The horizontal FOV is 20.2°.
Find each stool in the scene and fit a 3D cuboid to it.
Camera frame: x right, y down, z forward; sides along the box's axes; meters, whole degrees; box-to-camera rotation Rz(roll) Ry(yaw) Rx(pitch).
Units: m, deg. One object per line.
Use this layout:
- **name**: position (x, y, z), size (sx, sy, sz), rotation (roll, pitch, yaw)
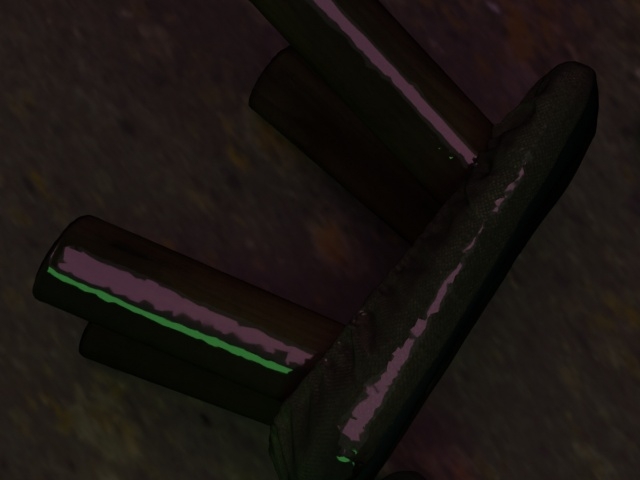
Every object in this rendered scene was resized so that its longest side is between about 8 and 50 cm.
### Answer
- **stool**: position (0.000, 0.000, 1.119), size (0.226, 0.310, 0.310), rotation (32, 78, 5)

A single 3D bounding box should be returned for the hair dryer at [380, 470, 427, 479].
- **hair dryer**: position (0.035, 0.231, 1.201), size (0.154, 0.054, 0.106), rotation (-37, 118, 9)
